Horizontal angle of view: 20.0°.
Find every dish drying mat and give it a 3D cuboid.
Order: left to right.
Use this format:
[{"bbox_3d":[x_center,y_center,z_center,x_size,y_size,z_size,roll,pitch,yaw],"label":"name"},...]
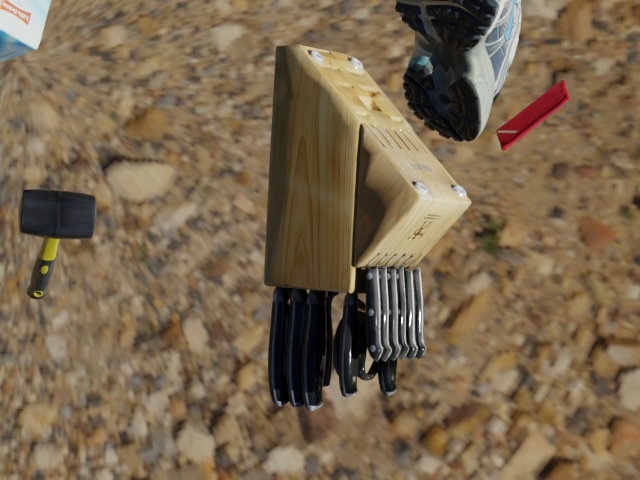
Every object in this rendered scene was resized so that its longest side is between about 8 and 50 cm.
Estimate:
[{"bbox_3d":[0.202,-0.120,1.734,0.008,0.032,0.083,36,118,-29],"label":"dish drying mat"}]

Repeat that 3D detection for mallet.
[{"bbox_3d":[-0.235,0.008,1.508,0.062,0.189,0.039,8,64,-19],"label":"mallet"}]

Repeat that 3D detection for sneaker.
[{"bbox_3d":[0.137,-0.228,1.702,0.110,0.283,0.122,25,56,16],"label":"sneaker"}]

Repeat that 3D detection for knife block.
[{"bbox_3d":[0.000,0.000,1.592,0.242,0.088,0.275,-48,64,23],"label":"knife block"}]

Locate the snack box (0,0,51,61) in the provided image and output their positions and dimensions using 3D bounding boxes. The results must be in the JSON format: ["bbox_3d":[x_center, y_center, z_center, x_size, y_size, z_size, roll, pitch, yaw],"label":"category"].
[{"bbox_3d":[-0.413,-0.205,1.648,0.187,0.322,0.060,29,64,-36],"label":"snack box"}]
